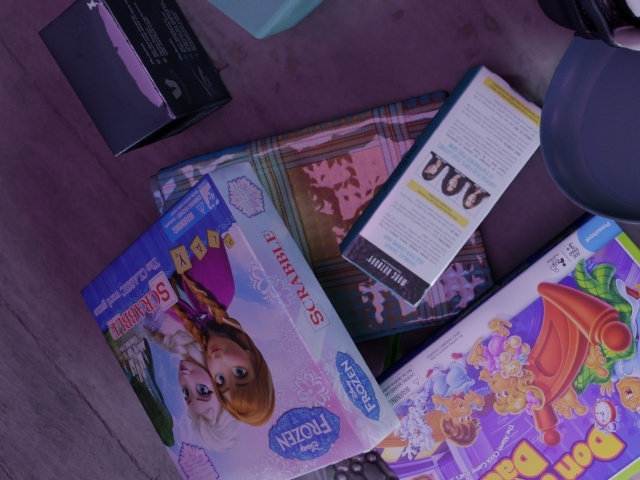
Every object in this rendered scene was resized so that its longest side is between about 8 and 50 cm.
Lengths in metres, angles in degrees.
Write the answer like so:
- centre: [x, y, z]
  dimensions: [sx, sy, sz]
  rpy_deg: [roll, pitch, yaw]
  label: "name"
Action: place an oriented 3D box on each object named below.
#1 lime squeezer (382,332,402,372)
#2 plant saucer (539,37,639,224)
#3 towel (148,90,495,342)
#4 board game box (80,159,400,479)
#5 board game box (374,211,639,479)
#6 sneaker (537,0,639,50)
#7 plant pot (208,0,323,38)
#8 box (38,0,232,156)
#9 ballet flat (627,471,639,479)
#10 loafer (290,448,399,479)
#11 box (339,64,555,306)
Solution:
- centre: [0.095, 0.245, 0.941]
  dimensions: [0.059, 0.110, 0.310]
  rpy_deg: [-6, 77, -20]
  label: "lime squeezer"
- centre: [0.339, -0.146, 0.658]
  dimensions: [0.044, 0.317, 0.317]
  rpy_deg: [31, 118, -31]
  label: "plant saucer"
- centre: [0.000, 0.000, 0.901]
  dimensions: [0.370, 0.040, 0.271]
  rpy_deg: [-14, 101, 14]
  label: "towel"
- centre: [-0.111, 0.125, 0.861]
  dimensions: [0.319, 0.066, 0.318]
  rpy_deg: [-36, 83, 42]
  label: "board game box"
- centre: [0.236, 0.164, 0.822]
  dimensions: [0.347, 0.078, 0.233]
  rpy_deg: [-40, 86, 7]
  label: "board game box"
- centre: [0.256, -0.226, 0.623]
  dimensions: [0.128, 0.321, 0.126]
  rpy_deg: [-33, 104, -14]
  label: "sneaker"
- centre: [-0.027, -0.335, 0.763]
  dimensions: [0.165, 0.165, 0.234]
  rpy_deg: [38, 121, 2]
  label: "plant pot"
- centre: [-0.202, -0.195, 0.856]
  dimensions: [0.093, 0.158, 0.156]
  rpy_deg: [-28, 97, 23]
  label: "box"
- centre: [0.396, 0.292, 0.872]
  dimensions: [0.095, 0.096, 0.280]
  rpy_deg: [-15, 103, 19]
  label: "ballet flat"
- centre: [0.006, 0.276, 0.939]
  dimensions: [0.319, 0.112, 0.111]
  rpy_deg: [45, 142, 32]
  label: "loafer"
- centre: [0.131, -0.058, 0.811]
  dimensions: [0.101, 0.060, 0.244]
  rpy_deg: [36, 97, -8]
  label: "box"
